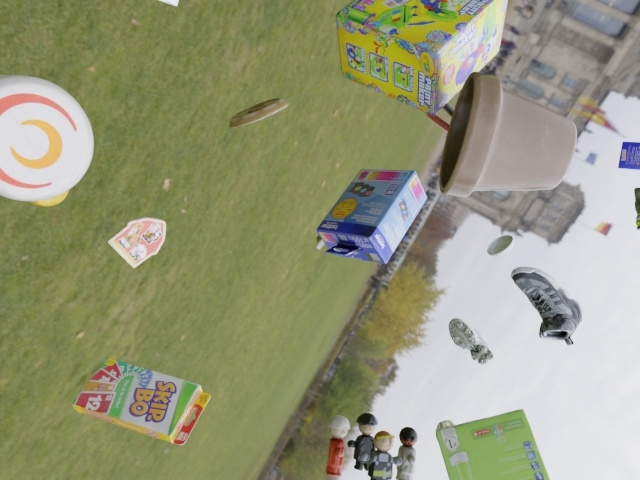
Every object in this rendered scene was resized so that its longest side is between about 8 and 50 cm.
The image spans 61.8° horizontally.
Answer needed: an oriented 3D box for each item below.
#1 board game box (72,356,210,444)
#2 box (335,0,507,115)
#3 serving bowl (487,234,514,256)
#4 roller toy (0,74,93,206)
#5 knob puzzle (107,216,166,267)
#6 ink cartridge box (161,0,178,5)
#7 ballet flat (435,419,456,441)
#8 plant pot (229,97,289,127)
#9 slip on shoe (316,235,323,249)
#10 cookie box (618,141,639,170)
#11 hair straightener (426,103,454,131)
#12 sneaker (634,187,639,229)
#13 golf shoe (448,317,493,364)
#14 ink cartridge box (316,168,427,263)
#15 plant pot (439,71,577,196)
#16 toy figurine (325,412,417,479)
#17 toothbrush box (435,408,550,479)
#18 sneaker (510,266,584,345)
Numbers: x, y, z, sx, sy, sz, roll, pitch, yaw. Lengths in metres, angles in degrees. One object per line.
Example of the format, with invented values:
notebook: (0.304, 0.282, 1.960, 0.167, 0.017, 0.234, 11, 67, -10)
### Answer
board game box: (-0.371, 0.332, 1.117, 0.124, 0.259, 0.039, -63, 161, -44)
box: (0.238, -0.490, 1.267, 0.290, 0.279, 0.177, -45, 150, -23)
serving bowl: (0.528, 0.021, 1.558, 0.083, 0.027, 0.083, -36, -163, 13)
roller toy: (-0.480, -0.166, 0.865, 0.209, 0.146, 0.191, 28, 85, -43)
knob puzzle: (-0.634, -0.004, 1.921, 0.213, 0.030, 0.213, -27, 137, -28)
ink cartridge box: (-0.304, -0.576, 0.999, 0.092, 0.158, 0.218, 5, 118, -35)
ballet flat: (0.395, 0.590, 1.623, 0.086, 0.086, 0.248, -61, -179, 1)
plant pot: (-0.230, -0.471, 1.952, 0.236, 0.236, 0.032, -51, 126, -50)
slip on shoe: (0.000, 0.000, 2.185, 0.051, 0.041, 0.135, -60, 173, 20)
cookie box: (1.038, -0.274, 1.745, 0.040, 0.107, 0.092, 6, 94, -59)
hair straightener: (0.362, -0.270, 1.268, 0.089, 0.230, 0.047, -51, 166, 9)
sneaker: (0.973, -0.109, 1.442, 0.111, 0.300, 0.121, 157, -77, -69)
golf shoe: (0.448, 0.293, 1.615, 0.069, 0.176, 0.086, -37, -169, 24)
ink cartridge box: (0.174, -0.074, 1.948, 0.395, 0.270, 0.151, -56, 130, -24)
plant pot: (0.395, -0.202, 1.131, 0.263, 0.229, 0.263, 13, 90, -88)
toy figurine: (0.133, 0.526, 1.358, 0.213, 0.209, 0.148, 20, 73, -47)
toothbrush box: (0.401, 0.545, 1.190, 0.122, 0.206, 0.283, 53, 21, -60)
sneaker: (0.679, 0.201, 1.614, 0.101, 0.268, 0.153, -45, -171, 51)
